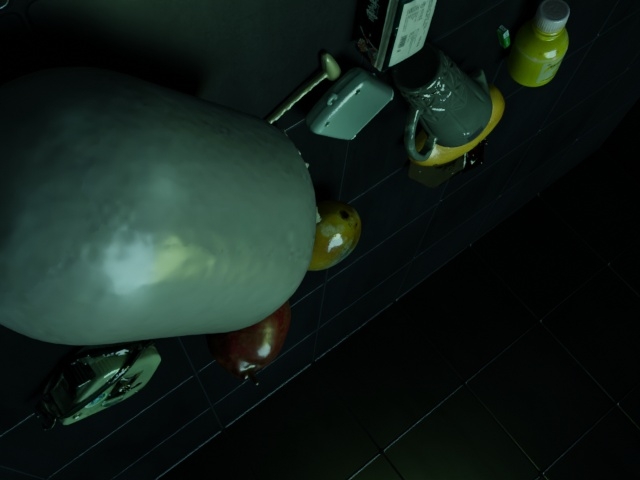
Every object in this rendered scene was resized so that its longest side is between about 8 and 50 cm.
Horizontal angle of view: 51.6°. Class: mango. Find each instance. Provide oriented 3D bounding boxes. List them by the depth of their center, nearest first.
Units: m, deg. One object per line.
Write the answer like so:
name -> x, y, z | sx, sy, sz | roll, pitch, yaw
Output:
mango -> 0.000, 0.000, 1.571 | 0.192, 0.146, 0.316 | -31, 170, -16
mango -> 0.321, -0.277, 1.585 | 0.262, 0.109, 0.157 | -34, 143, 19

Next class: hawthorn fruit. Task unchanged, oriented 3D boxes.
hawthorn fruit -> -0.172, 0.220, 1.559 | 0.207, 0.248, 0.208 | -2, 151, -1

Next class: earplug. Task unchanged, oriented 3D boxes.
earplug -> -0.229, -0.037, 0.776 | 0.312, 0.313, 0.394 | -46, 158, 18

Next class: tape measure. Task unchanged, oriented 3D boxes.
tape measure -> -0.455, 0.286, 1.387 | 0.235, 0.115, 0.207 | -18, 154, -49

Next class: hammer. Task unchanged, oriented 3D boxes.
hammer -> -0.050, -0.235, 1.101 | 0.195, 0.028, 0.060 | -41, 157, 6

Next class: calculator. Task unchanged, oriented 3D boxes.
calculator -> 0.057, -0.245, 1.208 | 0.141, 0.045, 0.246 | -44, 170, 19

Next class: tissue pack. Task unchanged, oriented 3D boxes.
tissue pack -> 0.121, -0.360, 1.036 | 0.103, 0.090, 0.170 | -33, 163, -19

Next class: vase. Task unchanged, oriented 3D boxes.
vase -> 0.236, -0.289, 1.350 | 0.251, 0.156, 0.301 | -62, 153, 5

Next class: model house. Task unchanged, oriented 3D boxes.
model house -> 0.340, -0.232, 1.775 | 0.203, 0.141, 0.164 | -28, -168, 34

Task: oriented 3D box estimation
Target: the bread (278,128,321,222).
bread -> -0.099, -0.074, 1.258 | 0.183, 0.102, 0.337 | -38, 161, -8

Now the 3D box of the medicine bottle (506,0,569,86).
medicine bottle -> 0.509, -0.459, 1.521 | 0.121, 0.122, 0.212 | -37, 162, -10

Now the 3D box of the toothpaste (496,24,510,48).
toothpaste -> 0.414, -0.459, 1.495 | 0.017, 0.020, 0.083 | -45, 162, 9
